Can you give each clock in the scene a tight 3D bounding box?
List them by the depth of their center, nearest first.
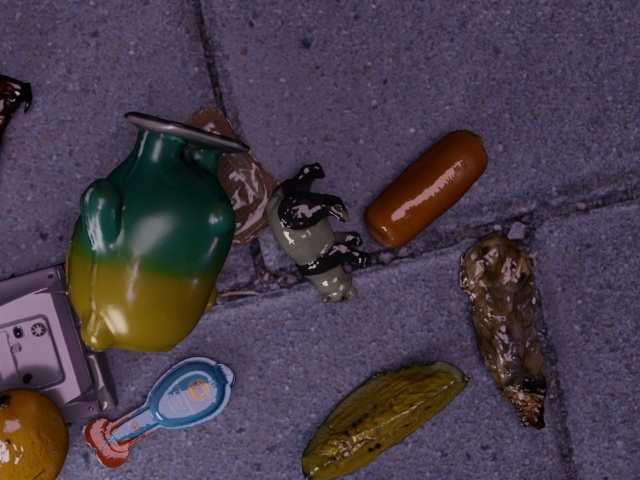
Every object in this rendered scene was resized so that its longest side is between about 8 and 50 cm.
[{"bbox_3d":[-0.429,0.171,1.346,0.186,0.083,0.253,-17,95,-8],"label":"clock"}]

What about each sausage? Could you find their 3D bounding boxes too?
[{"bbox_3d":[0.177,-0.085,1.438,0.238,0.098,0.098,-42,98,-5],"label":"sausage"}]

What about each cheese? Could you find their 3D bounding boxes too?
[{"bbox_3d":[-0.252,0.269,1.405,0.256,0.037,0.106,-29,96,-6],"label":"cheese"}]

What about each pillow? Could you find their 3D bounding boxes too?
[{"bbox_3d":[-0.153,-0.099,1.408,0.135,0.034,0.211,-42,100,-7],"label":"pillow"}]

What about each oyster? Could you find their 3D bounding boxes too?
[{"bbox_3d":[0.327,0.156,1.487,0.128,0.078,0.345,-15,92,-17],"label":"oyster"}]

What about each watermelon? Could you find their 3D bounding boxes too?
[{"bbox_3d":[0.103,0.288,1.419,0.301,0.129,0.123,-32,95,-2],"label":"watermelon"}]

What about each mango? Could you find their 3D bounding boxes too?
[{"bbox_3d":[-0.444,0.317,1.280,0.157,0.109,0.262,-6,132,-23],"label":"mango"}]

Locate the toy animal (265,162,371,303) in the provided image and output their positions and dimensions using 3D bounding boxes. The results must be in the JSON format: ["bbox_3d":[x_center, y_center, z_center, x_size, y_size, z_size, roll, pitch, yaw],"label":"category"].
[{"bbox_3d":[0.000,0.000,1.405,0.121,0.094,0.225,-29,115,2],"label":"toy animal"}]

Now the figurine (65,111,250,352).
[{"bbox_3d":[-0.233,0.001,1.278,0.231,0.323,0.340,16,93,29],"label":"figurine"}]

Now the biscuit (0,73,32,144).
[{"bbox_3d":[-0.533,-0.156,1.324,0.151,0.063,0.235,19,86,-11],"label":"biscuit"}]
